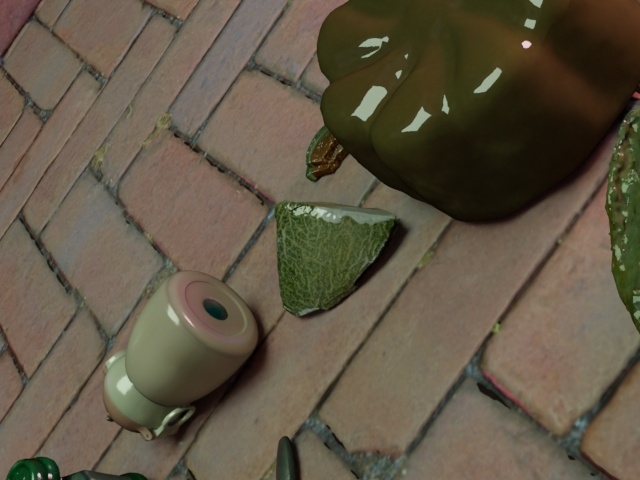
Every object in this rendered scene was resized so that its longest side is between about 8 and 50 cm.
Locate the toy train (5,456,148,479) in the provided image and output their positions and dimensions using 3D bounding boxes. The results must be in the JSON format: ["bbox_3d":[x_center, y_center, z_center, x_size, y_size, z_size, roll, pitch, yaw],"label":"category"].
[{"bbox_3d":[-0.363,0.428,1.357,0.429,0.178,0.249,-24,56,39],"label":"toy train"}]

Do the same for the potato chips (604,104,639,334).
[{"bbox_3d":[0.401,-0.008,0.850,0.358,0.070,0.429,-12,56,42],"label":"potato chips"}]

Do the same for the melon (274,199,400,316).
[{"bbox_3d":[-0.003,-0.001,1.305,0.202,0.139,0.093,-44,15,22],"label":"melon"}]

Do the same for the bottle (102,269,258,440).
[{"bbox_3d":[-0.203,0.165,1.392,0.236,0.147,0.147,-49,35,26],"label":"bottle"}]

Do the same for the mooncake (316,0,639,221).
[{"bbox_3d":[0.168,-0.218,1.181,0.378,0.201,0.378,-30,44,34],"label":"mooncake"}]

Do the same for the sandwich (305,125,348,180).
[{"bbox_3d":[0.023,-0.138,1.441,0.135,0.029,0.067,-43,37,21],"label":"sandwich"}]

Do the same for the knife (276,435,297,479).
[{"bbox_3d":[-0.028,0.327,1.161,0.035,0.018,0.247,-32,45,27],"label":"knife"}]
